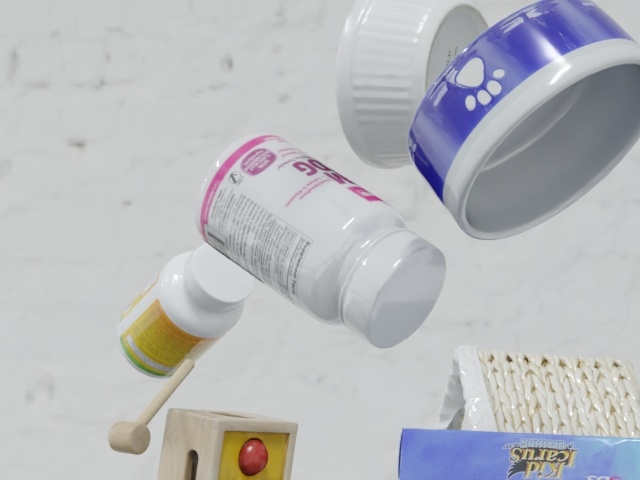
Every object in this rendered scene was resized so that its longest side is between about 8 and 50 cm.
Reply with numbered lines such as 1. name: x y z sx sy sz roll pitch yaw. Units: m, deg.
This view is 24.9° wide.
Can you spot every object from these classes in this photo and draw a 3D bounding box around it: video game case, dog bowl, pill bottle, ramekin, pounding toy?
1. video game case: 0.231 0.250 1.534 0.269 0.061 0.244 1 -16 12
2. dog bowl: 0.226 -0.127 1.534 0.265 0.104 0.265 -28 -28 -16
3. pill bottle: -0.197 0.100 2.162 0.136 0.136 0.245 8 -32 -30
4. pill bottle: 0.000 0.000 1.711 0.283 0.160 0.160 33 9 31
5. ramekin: 0.143 -0.229 2.030 0.127 0.273 0.273 8 -5 32
6. pounding toy: -0.121 0.222 1.552 0.094 0.181 0.206 6 -3 42

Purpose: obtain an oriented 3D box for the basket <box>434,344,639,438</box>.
1. basket: 0.306 0.368 2.003 0.266 0.331 0.328 2 -50 -6
